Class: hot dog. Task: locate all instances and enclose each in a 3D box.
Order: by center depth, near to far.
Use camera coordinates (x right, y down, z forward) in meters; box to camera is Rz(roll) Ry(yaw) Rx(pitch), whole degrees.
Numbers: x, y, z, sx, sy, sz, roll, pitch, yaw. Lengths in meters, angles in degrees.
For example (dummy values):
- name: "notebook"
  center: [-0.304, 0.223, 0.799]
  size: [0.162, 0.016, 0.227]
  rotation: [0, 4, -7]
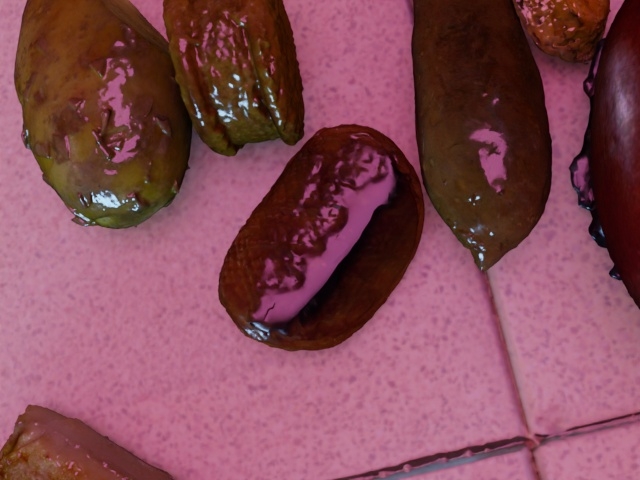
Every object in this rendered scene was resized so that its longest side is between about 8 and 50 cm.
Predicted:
- name: "hot dog"
  center: [0.001, 0.001, 0.968]
  size: [0.160, 0.099, 0.227]
  rotation: [41, 88, 13]

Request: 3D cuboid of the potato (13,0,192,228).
- name: "potato"
  center: [-0.218, -0.155, 1.002]
  size: [0.176, 0.141, 0.298]
  rotation: [-22, 78, 13]

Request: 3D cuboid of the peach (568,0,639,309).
- name: "peach"
  center: [0.399, -0.083, 0.852]
  size: [0.338, 0.353, 0.417]
  rotation: [-8, 42, -3]

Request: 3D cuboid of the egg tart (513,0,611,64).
- name: "egg tart"
  center: [0.239, -0.230, 0.979]
  size: [0.130, 0.052, 0.131]
  rotation: [11, 71, -35]

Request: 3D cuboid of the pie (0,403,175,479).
- name: "pie"
  center: [-0.201, 0.261, 0.958]
  size: [0.282, 0.068, 0.129]
  rotation: [27, 82, 12]

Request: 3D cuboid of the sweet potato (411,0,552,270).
- name: "sweet potato"
  center: [0.136, -0.177, 0.980]
  size: [0.130, 0.130, 0.423]
  rotation: [-13, 70, 5]

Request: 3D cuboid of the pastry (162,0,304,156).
- name: "pastry"
  center: [-0.079, -0.174, 0.972]
  size: [0.103, 0.189, 0.189]
  rotation: [-12, 78, 7]
